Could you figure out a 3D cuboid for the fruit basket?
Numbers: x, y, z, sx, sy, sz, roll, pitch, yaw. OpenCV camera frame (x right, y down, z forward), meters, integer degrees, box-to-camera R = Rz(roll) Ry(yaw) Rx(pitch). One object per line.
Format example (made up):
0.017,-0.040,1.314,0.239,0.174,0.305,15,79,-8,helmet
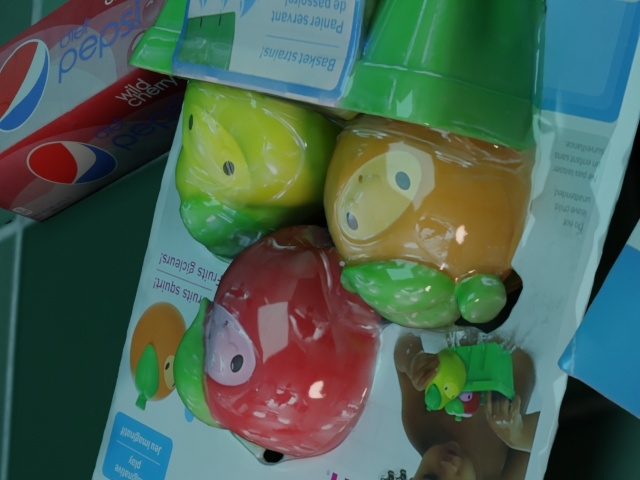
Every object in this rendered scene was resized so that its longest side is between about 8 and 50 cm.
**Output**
0.000,0.000,0.794,0.327,0.165,0.353,18,90,48,fruit basket

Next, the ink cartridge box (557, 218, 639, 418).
0.237,-0.003,0.536,0.168,0.171,0.233,34,98,47,ink cartridge box

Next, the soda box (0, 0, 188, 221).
-0.136,-0.105,1.042,0.263,0.083,0.092,-26,55,38,soda box
